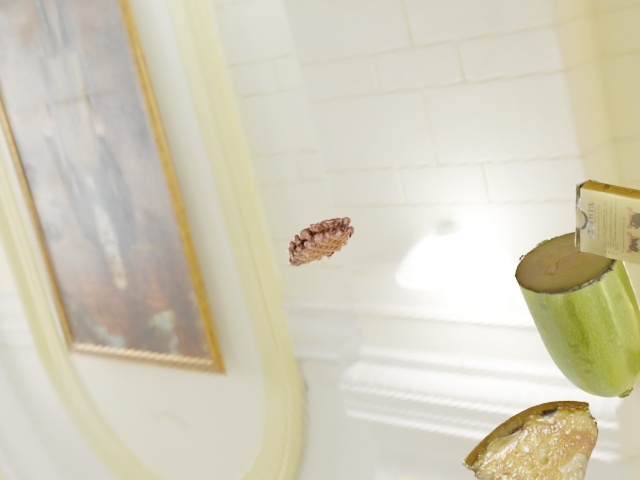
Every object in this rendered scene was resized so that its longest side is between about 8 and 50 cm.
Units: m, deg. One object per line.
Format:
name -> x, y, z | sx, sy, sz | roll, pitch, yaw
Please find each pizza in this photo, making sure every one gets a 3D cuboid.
pizza -> 0.212, 0.214, 1.058 | 0.160, 0.099, 0.036 | -19, -167, -22

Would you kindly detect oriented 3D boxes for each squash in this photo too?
squash -> 0.302, 0.092, 1.177 | 0.123, 0.186, 0.123 | -24, -160, 9

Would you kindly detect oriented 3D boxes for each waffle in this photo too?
waffle -> 0.000, 0.000, 1.181 | 0.075, 0.029, 0.083 | -20, 164, -25

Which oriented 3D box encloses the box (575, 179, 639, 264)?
box -> 0.312, -0.010, 1.008 | 0.149, 0.073, 0.020 | 16, -144, 35
